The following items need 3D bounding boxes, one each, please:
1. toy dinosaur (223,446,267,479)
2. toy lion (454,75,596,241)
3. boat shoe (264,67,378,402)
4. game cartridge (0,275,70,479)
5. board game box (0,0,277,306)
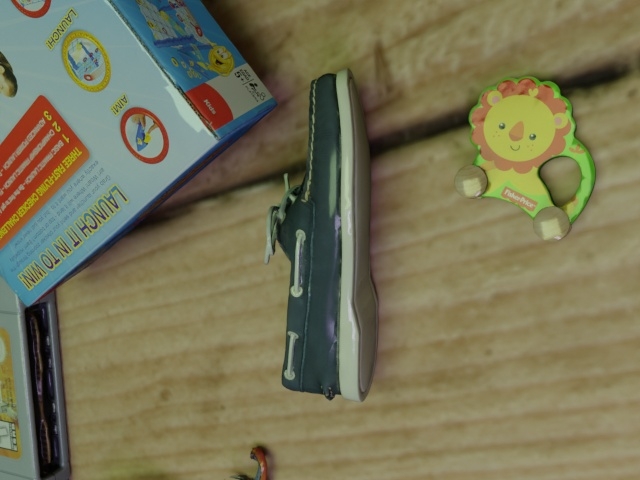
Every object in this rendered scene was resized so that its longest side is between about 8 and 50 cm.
[{"bbox_3d":[-0.056,0.232,0.660,0.090,0.047,0.082,27,103,-14],"label":"toy dinosaur"},{"bbox_3d":[0.145,-0.061,0.503,0.100,0.034,0.096,32,104,19],"label":"toy lion"},{"bbox_3d":[0.000,0.000,0.553,0.079,0.095,0.254,2,108,16],"label":"boat shoe"},{"bbox_3d":[-0.368,0.151,0.789,0.198,0.062,0.297,1,99,23],"label":"game cartridge"},{"bbox_3d":[-0.239,-0.138,0.585,0.308,0.086,0.302,-32,99,37],"label":"board game box"}]
